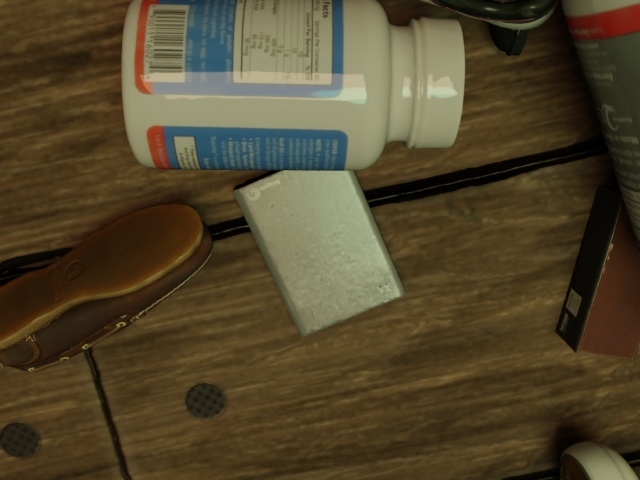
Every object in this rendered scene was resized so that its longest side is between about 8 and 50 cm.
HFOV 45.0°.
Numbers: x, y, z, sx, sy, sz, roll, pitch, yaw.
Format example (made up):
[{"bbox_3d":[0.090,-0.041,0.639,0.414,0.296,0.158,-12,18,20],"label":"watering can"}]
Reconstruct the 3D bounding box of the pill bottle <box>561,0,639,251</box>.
[{"bbox_3d":[0.275,-0.058,0.498,0.161,0.161,0.283,-23,106,5],"label":"pill bottle"}]

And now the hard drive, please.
[{"bbox_3d":[0.000,0.000,0.624,0.094,0.022,0.135,-23,103,5],"label":"hard drive"}]

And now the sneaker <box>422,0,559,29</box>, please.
[{"bbox_3d":[0.077,-0.189,0.510,0.178,0.077,0.071,14,107,5],"label":"sneaker"}]

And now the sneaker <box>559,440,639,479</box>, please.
[{"bbox_3d":[0.304,0.266,0.667,0.123,0.106,0.290,-32,110,-4],"label":"sneaker"}]

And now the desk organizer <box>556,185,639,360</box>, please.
[{"bbox_3d":[0.239,0.027,0.624,0.050,0.047,0.130,10,104,-6],"label":"desk organizer"}]

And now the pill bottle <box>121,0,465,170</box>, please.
[{"bbox_3d":[-0.017,-0.110,0.544,0.222,0.124,0.124,1,104,-2],"label":"pill bottle"}]

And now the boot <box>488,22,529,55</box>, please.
[{"bbox_3d":[0.106,-0.199,0.565,0.099,0.045,0.121,3,102,-1],"label":"boot"}]

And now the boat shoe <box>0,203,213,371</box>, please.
[{"bbox_3d":[-0.173,0.041,0.612,0.207,0.073,0.073,-24,141,8],"label":"boat shoe"}]
